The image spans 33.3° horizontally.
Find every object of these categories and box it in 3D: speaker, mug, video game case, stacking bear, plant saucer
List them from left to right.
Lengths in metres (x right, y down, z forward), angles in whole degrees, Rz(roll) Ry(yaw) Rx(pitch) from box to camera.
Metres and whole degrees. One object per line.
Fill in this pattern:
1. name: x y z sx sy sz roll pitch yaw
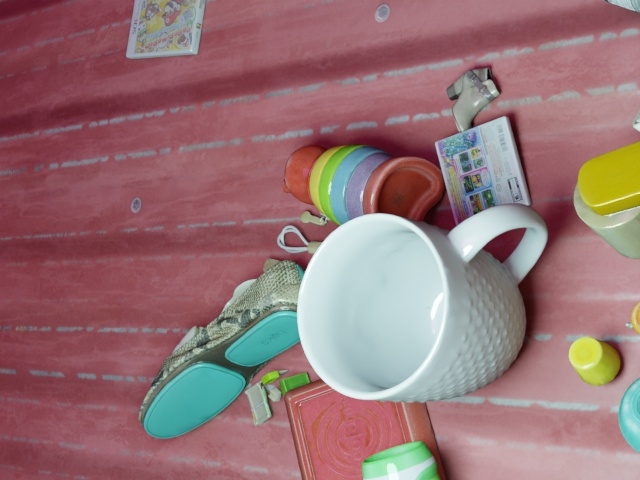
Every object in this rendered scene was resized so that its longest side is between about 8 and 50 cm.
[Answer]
1. video game case: -0.349 -0.520 2.439 0.227 0.026 0.206 4 85 40
2. stacking bear: 0.049 -0.100 1.928 0.289 0.164 0.175 19 78 46
3. plant saucer: 0.064 0.342 1.868 0.259 0.048 0.258 -23 64 19
4. speaker: 0.163 0.480 1.713 0.131 0.131 0.296 -21 85 35
5. mug: 0.201 0.085 1.667 0.374 0.328 0.276 -48 56 21
6. video game case: 0.276 -0.116 1.829 0.143 0.019 0.157 -19 81 36

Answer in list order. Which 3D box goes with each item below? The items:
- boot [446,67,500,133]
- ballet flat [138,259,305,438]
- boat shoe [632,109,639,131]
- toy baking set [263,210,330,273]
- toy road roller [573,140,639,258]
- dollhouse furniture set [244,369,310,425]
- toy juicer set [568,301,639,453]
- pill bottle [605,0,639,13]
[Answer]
1. boot: 0.271 -0.241 1.864 0.087 0.042 0.118 -22 79 23
2. ballet flat: -0.181 0.202 2.088 0.483 0.164 0.182 -42 38 29
3. boat shoe: 0.535 -0.240 1.410 0.335 0.095 0.112 -51 5 -14
4. toy baking set: 0.004 0.003 2.045 0.256 0.030 0.197 -50 48 13
5. toy road roller: 0.529 -0.137 1.532 0.330 0.202 0.240 -22 56 29
6. dollhouse furniture set: -0.082 0.295 2.061 0.152 0.059 0.076 -40 64 49
7. toy juicer set: 0.523 0.226 1.540 0.209 0.089 0.329 -40 49 12
8. pill bottle: 0.510 -0.422 1.620 0.283 0.161 0.161 34 103 39
